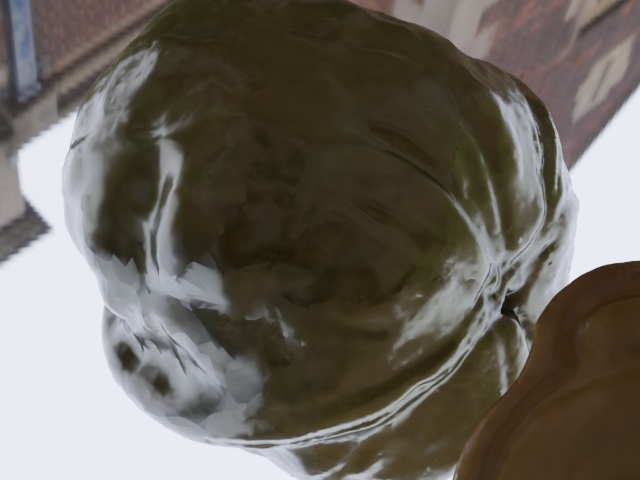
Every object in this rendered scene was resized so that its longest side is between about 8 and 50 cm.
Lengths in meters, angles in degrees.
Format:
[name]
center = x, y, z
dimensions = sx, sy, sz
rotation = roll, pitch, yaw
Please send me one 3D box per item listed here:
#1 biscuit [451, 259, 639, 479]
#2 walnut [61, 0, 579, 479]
[biscuit]
center = 0.212, 0.122, 0.692
dimensions = 0.351, 0.057, 0.312
rotation = -26, -120, 4
[walnut]
center = 0.001, 0.001, 0.965
dimensions = 0.277, 0.282, 0.253
rotation = 17, -95, 49
